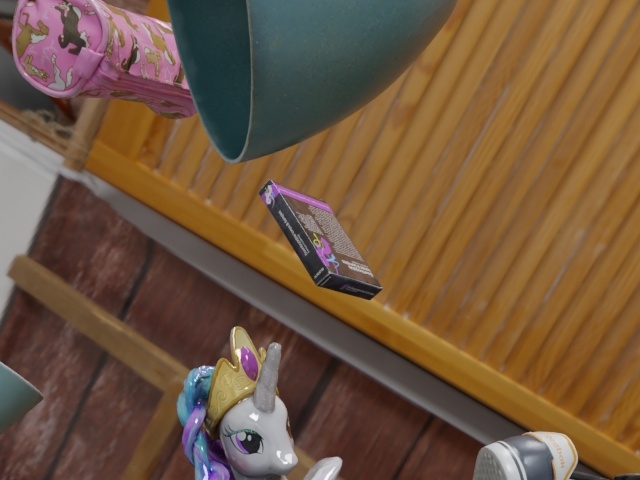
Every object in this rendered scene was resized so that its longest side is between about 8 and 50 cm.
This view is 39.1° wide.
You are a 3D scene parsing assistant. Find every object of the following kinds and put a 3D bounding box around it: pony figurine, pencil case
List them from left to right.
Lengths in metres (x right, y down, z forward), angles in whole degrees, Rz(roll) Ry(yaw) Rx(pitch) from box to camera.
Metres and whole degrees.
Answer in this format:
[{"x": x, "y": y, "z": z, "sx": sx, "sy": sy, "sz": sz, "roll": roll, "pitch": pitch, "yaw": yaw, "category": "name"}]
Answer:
[{"x": -0.301, "y": -0.277, "z": 1.370, "sx": 0.386, "sy": 0.167, "sz": 0.160, "roll": -6, "pitch": -83, "yaw": -72, "category": "pencil case"}, {"x": -0.044, "y": 0.292, "z": 0.779, "sx": 0.303, "sy": 0.363, "sz": 0.351, "roll": -15, "pitch": -24, "yaw": -36, "category": "pony figurine"}]

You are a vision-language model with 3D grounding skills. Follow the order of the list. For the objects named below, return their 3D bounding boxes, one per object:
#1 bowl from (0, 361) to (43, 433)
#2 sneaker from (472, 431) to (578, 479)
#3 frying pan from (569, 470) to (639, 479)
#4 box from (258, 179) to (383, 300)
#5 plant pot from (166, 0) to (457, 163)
[{"x": -0.578, "y": 0.215, "z": 1.297, "sx": 0.163, "sy": 0.311, "sz": 0.311, "roll": -61, "pitch": -7, "yaw": -22, "category": "bowl"}, {"x": 0.268, "y": 0.375, "z": 1.249, "sx": 0.127, "sy": 0.126, "sz": 0.321, "roll": -13, "pitch": -37, "yaw": -18, "category": "sneaker"}, {"x": 0.491, "y": 0.385, "z": 1.398, "sx": 0.197, "sy": 0.326, "sz": 0.053, "roll": 43, "pitch": -129, "yaw": -58, "category": "frying pan"}, {"x": 0.000, "y": 0.000, "z": 1.120, "sx": 0.029, "sy": 0.162, "sz": 0.116, "roll": -47, "pitch": -36, "yaw": 19, "category": "box"}, {"x": -0.004, "y": -0.219, "z": 0.699, "sx": 0.195, "sy": 0.290, "sz": 0.290, "roll": -13, "pitch": -27, "yaw": -16, "category": "plant pot"}]
